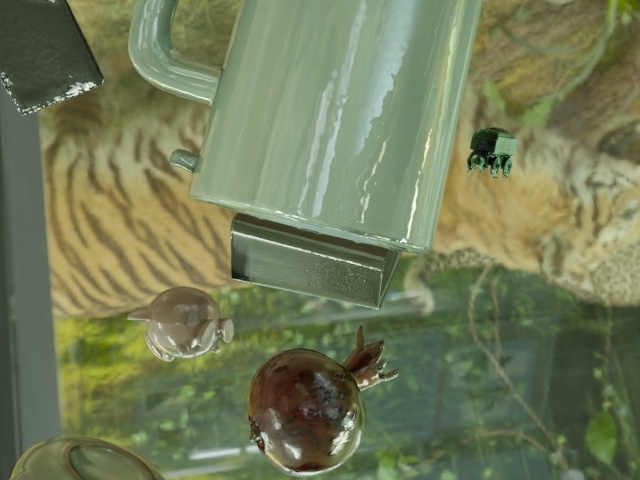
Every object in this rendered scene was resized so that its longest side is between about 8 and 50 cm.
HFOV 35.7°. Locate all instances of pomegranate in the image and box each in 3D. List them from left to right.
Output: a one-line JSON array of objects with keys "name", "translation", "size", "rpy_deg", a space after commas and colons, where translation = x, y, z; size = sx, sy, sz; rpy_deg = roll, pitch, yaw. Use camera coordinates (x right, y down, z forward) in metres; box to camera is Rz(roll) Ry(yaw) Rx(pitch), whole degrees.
[{"name": "pomegranate", "translation": [0.003, 0.158, 0.971], "size": [0.159, 0.129, 0.129], "rpy_deg": [-30, 158, 7]}]

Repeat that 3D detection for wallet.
[{"name": "wallet", "translation": [-0.352, -0.272, 1.148], "size": [0.124, 0.244, 0.025], "rpy_deg": [-18, -159, 19]}]

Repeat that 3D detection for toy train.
[{"name": "toy train", "translation": [0.342, -0.176, 1.978], "size": [0.070, 0.100, 0.172], "rpy_deg": [15, -170, 25]}]

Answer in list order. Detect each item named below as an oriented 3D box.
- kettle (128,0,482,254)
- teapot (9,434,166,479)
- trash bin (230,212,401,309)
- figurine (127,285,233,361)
[{"name": "kettle", "translation": [0.002, -0.168, 0.826], "size": [0.264, 0.318, 0.205], "rpy_deg": [14, -179, 30]}, {"name": "teapot", "translation": [-0.328, 0.319, 1.172], "size": [0.318, 0.149, 0.220], "rpy_deg": [21, -168, -16]}, {"name": "trash bin", "translation": [0.000, 0.000, 1.551], "size": [0.240, 0.164, 0.122], "rpy_deg": [13, 130, 11]}, {"name": "figurine", "translation": [-0.213, 0.132, 1.544], "size": [0.138, 0.125, 0.125], "rpy_deg": [6, 168, 24]}]
